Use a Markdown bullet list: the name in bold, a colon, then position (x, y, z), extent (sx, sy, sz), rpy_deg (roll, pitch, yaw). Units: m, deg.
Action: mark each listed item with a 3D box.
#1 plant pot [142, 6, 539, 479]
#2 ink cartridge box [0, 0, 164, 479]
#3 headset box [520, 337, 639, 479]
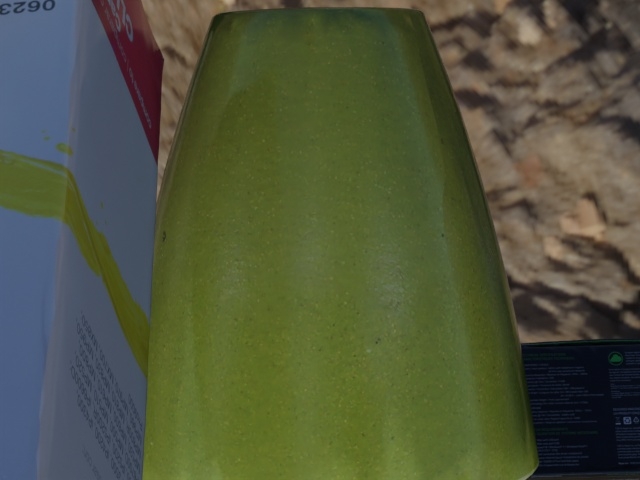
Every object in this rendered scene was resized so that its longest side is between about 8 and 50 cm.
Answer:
- **plant pot**: position (0.000, 0.000, 1.055), extent (0.275, 0.275, 0.293), rpy_deg (-2, 94, -2)
- **ink cartridge box**: position (-0.234, 0.013, 0.815), extent (0.279, 0.160, 0.384), rpy_deg (-7, 52, 5)
- **headset box**: position (0.293, 0.206, 1.616), extent (0.246, 0.283, 0.131), rpy_deg (-1, 66, -1)
